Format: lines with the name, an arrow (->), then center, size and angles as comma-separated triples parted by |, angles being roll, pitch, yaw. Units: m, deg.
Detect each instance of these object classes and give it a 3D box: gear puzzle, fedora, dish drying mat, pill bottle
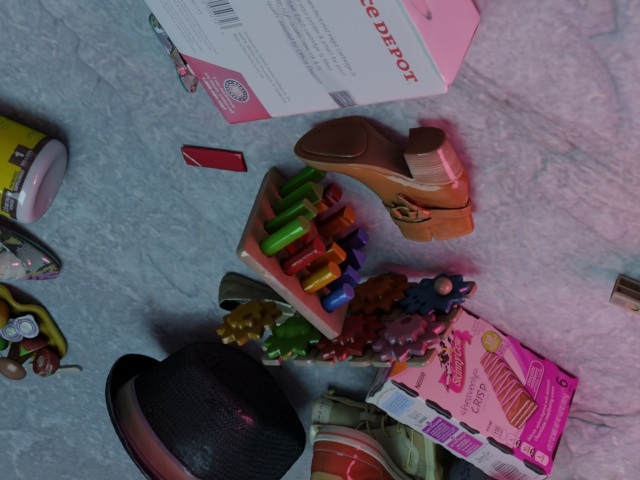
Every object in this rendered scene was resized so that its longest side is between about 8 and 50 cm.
gear puzzle -> 0.016, 0.086, 1.775 | 0.339, 0.175, 0.044 | -2, 123, 34
fedora -> -0.138, 0.256, 2.046 | 0.334, 0.334, 0.152 | 40, 111, -17
dish drying mat -> -0.131, -0.099, 1.775 | 0.083, 0.008, 0.032 | 9, 139, 23
pill bottle -> -0.443, -0.111, 1.860 | 0.215, 0.117, 0.117 | 23, 143, 6

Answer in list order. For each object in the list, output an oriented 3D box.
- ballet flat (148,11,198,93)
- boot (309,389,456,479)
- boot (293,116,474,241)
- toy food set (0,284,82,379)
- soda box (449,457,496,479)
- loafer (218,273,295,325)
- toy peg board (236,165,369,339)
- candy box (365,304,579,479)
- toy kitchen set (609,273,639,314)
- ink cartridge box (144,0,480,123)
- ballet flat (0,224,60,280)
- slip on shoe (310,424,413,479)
ballet flat -> -0.153, -0.212, 1.631 | 0.041, 0.041, 0.114 | 2, 137, 30
boot -> 0.082, 0.248, 1.994 | 0.203, 0.095, 0.262 | 15, 148, 17
boot -> 0.075, -0.061, 1.646 | 0.197, 0.073, 0.152 | 7, 143, 29
toy food set -> -0.466, 0.163, 2.243 | 0.128, 0.071, 0.218 | 3, 137, 29
soda box -> 0.228, 0.336, 1.859 | 0.098, 0.286, 0.091 | 29, 103, -3
loafer -> -0.071, 0.092, 1.934 | 0.148, 0.050, 0.056 | 17, 142, 14
toy peg board -> 0.000, 0.000, 1.701 | 0.079, 0.161, 0.160 | -33, 114, 33
candy box -> 0.190, 0.184, 1.793 | 0.233, 0.159, 0.071 | 31, 141, -6
toy kitchen set -> 0.368, 0.061, 1.613 | 0.075, 0.068, 0.083 | 23, 143, 6
ink cartridge box -> -0.012, -0.238, 1.443 | 0.283, 0.117, 0.207 | -5, 133, 36
ballet flat -> -0.472, 0.004, 2.050 | 0.221, 0.079, 0.077 | 41, 140, -18
slip on shoe -> 0.076, 0.363, 1.986 | 0.123, 0.101, 0.331 | 3, 151, 31
